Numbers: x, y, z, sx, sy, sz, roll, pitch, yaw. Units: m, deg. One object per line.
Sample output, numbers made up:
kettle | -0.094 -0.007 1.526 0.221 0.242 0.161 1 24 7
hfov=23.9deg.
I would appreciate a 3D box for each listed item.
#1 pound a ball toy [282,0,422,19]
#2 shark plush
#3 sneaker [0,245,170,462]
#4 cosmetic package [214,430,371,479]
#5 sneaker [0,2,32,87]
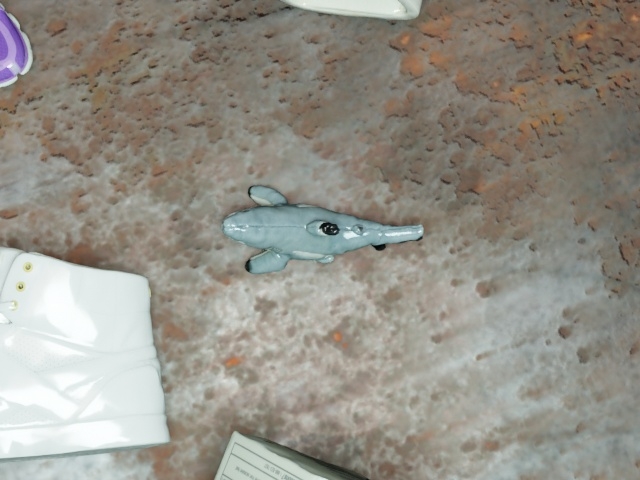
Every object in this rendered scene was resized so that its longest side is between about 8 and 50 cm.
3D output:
pound a ball toy | 0.013 -0.355 1.261 0.208 0.136 0.319 8 82 23
shark plush | 0.000 0.000 1.229 0.161 0.067 0.073 14 82 -2
sneaker | -0.271 0.091 1.187 0.292 0.108 0.169 -4 81 -14
cosmetic package | -0.038 0.309 1.111 0.129 0.153 0.296 25 86 -29
sneaker | -0.302 -0.197 1.232 0.068 0.071 0.170 -38 87 -7
